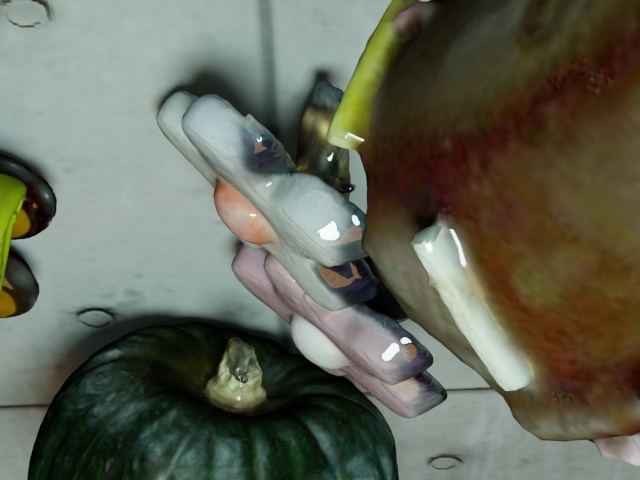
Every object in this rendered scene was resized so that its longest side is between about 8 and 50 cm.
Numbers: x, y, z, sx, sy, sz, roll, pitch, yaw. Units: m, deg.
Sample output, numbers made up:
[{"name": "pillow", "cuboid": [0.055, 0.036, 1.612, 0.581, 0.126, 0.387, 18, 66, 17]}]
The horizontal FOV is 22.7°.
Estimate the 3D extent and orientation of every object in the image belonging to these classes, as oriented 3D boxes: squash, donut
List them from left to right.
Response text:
[{"name": "squash", "cuboid": [-0.060, 0.140, 0.930, 0.218, 0.172, 0.218, 15, 179, 0]}, {"name": "donut", "cuboid": [0.139, -0.121, 0.422, 0.136, 0.345, 0.259, 33, 139, -18]}]

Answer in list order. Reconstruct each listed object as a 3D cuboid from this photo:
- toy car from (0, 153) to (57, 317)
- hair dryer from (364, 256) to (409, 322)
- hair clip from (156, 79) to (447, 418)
[{"name": "toy car", "cuboid": [-0.234, 0.055, 0.810, 0.142, 0.200, 0.248, 18, 142, -5]}, {"name": "hair dryer", "cuboid": [0.128, 0.013, 0.892, 0.219, 0.075, 0.195, 4, 157, -23]}, {"name": "hair clip", "cuboid": [-0.005, 0.006, 0.813, 0.146, 0.075, 0.257, 28, 152, 31]}]
